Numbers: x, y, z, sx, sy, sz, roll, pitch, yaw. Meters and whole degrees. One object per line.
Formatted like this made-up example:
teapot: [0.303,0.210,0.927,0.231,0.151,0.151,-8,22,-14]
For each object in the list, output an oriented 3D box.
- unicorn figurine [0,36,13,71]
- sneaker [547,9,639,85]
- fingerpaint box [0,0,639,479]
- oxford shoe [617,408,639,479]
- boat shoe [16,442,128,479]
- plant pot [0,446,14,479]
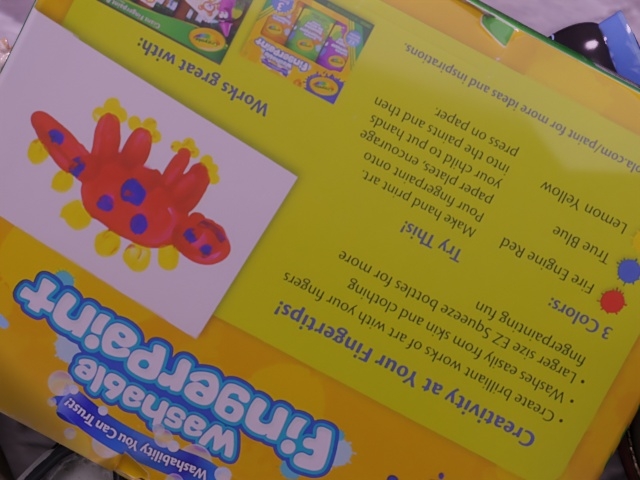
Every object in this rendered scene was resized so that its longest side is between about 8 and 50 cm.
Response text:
unicorn figurine: [-0.194,-0.087,1.388,0.162,0.060,0.111,-11,82,0]
sneaker: [0.211,-0.040,1.373,0.090,0.081,0.232,-22,82,12]
fingerpaint box: [0.000,0.000,1.274,0.445,0.163,0.371,27,99,1]
oxford shoe: [0.299,0.240,1.301,0.123,0.130,0.348,-30,83,-3]
boat shoe: [-0.217,0.261,1.326,0.114,0.091,0.302,24,83,4]
plant pot: [-0.279,0.130,1.343,0.109,0.109,0.096,-16,70,-1]
